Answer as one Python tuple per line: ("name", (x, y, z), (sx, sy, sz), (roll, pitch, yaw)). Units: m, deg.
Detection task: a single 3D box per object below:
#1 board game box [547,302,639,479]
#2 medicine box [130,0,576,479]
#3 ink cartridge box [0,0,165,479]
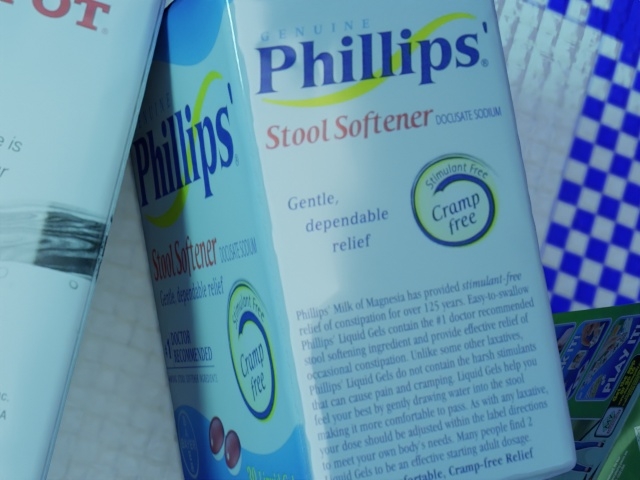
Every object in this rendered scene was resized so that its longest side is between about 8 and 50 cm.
("board game box", (0.115, 0.184, 0.987), (0.046, 0.213, 0.317), (33, 76, -13))
("medicine box", (0.000, 0.000, 0.940), (0.149, 0.263, 0.289), (-10, 88, -19))
("ink cartridge box", (-0.273, 0.000, 0.904), (0.285, 0.166, 0.395), (16, 80, -16))
